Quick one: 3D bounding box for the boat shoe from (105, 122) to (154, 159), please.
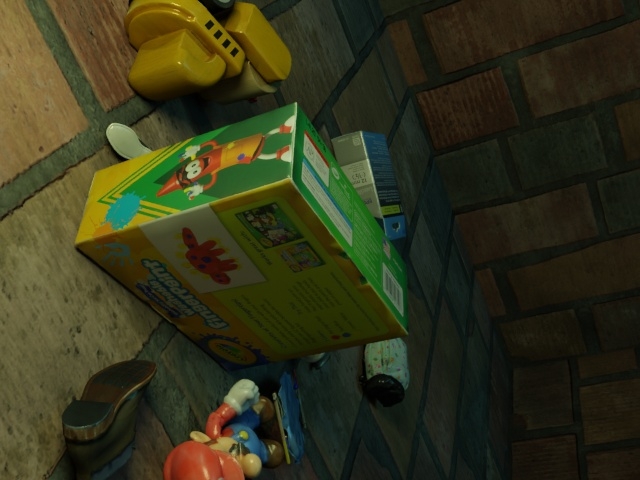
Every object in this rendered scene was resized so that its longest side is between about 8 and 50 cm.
[{"bbox_3d":[-0.323,-0.161,1.255,0.046,0.038,0.125,-57,140,-3],"label":"boat shoe"}]

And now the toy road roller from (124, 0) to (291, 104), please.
[{"bbox_3d":[-0.229,-0.344,1.404,0.329,0.203,0.240,43,50,-45],"label":"toy road roller"}]

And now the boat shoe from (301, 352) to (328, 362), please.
[{"bbox_3d":[-0.003,0.151,1.730,0.099,0.116,0.319,45,31,-45],"label":"boat shoe"}]

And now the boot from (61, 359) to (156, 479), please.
[{"bbox_3d":[-0.296,0.252,1.044,0.219,0.082,0.106,-48,143,-69],"label":"boot"}]

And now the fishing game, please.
[{"bbox_3d":[-0.066,0.362,1.498,0.264,0.041,0.189,-41,120,-83],"label":"fishing game"}]

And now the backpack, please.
[{"bbox_3d":[0.181,0.352,2.049,0.152,0.115,0.182,51,29,-41],"label":"backpack"}]

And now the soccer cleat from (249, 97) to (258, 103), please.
[{"bbox_3d":[-0.174,-0.365,1.764,0.083,0.029,0.035,52,22,-50],"label":"soccer cleat"}]

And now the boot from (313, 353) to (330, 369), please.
[{"bbox_3d":[-0.008,0.244,1.765,0.087,0.042,0.118,63,23,-14],"label":"boot"}]

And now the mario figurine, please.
[{"bbox_3d":[-0.123,0.360,1.219,0.198,0.170,0.320,42,11,8],"label":"mario figurine"}]

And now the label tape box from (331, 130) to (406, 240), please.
[{"bbox_3d":[0.162,-0.164,2.340,0.249,0.115,0.347,-12,90,-68],"label":"label tape box"}]

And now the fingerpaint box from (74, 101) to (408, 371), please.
[{"bbox_3d":[-0.104,0.023,1.220,0.445,0.371,0.163,51,32,-45],"label":"fingerpaint box"}]
